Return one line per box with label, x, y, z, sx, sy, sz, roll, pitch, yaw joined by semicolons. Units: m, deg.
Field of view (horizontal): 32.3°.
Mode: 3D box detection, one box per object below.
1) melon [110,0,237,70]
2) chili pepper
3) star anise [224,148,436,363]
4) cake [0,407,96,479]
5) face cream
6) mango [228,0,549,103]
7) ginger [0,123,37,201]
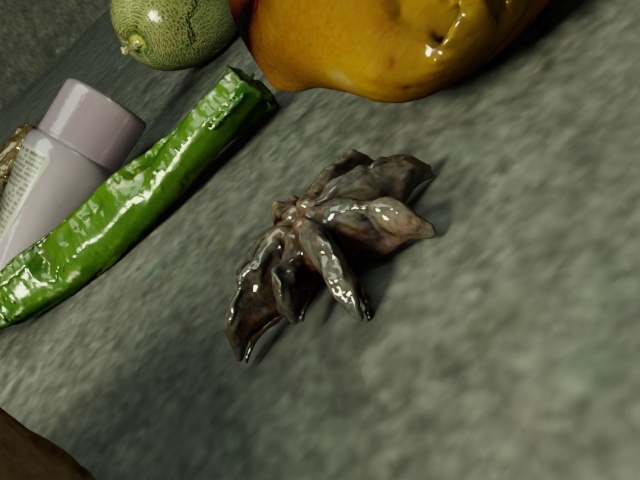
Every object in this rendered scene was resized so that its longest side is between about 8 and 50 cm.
melon;-0.157;-0.260;1.220;0.139;0.139;0.192;-18;27;49
chili pepper;-0.185;-0.014;0.884;0.359;0.076;0.085;-37;2;7
star anise;0.000;-0.002;0.561;0.141;0.042;0.141;-36;21;16
cake;-0.220;0.156;0.459;0.196;0.199;0.293;-46;15;9
face cream;-0.277;-0.022;1.075;0.274;0.096;0.154;-58;24;-3
mango;0.039;-0.172;0.667;0.201;0.153;0.287;-58;18;-1
ginger;-0.477;-0.046;1.476;0.290;0.084;0.122;-48;27;-10
